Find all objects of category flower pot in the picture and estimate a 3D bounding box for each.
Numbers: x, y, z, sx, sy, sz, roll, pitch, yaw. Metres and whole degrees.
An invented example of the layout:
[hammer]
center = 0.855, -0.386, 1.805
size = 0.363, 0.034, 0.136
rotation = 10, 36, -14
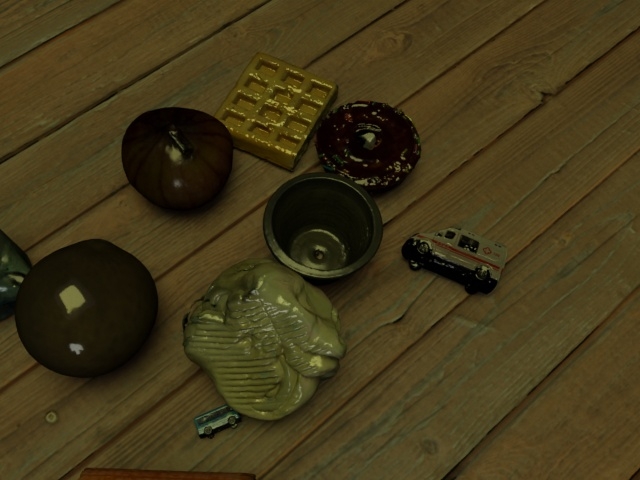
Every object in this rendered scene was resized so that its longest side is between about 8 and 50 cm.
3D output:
[flower pot]
center = 0.000, 0.000, 1.392
size = 0.235, 0.148, 0.235
rotation = 2, 62, -4

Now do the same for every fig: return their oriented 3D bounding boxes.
[fig]
center = -0.297, -0.182, 1.446
size = 0.235, 0.214, 0.235
rotation = -12, 46, 12

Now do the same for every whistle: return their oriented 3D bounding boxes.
[whistle]
center = -0.747, 0.073, 1.326
size = 0.404, 0.168, 0.188
rotation = -15, 65, -4

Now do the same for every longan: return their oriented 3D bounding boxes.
[longan]
center = -0.427, 0.122, 1.268
size = 0.258, 0.258, 0.258
rotation = 1, 65, -2

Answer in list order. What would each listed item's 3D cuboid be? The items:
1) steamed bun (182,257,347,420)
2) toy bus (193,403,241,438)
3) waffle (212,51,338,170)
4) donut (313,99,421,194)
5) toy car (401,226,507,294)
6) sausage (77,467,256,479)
[steamed bun]
center = -0.092, 0.167, 1.284
size = 0.280, 0.268, 0.207
rotation = 43, 26, -3
[toy bus]
center = -0.191, 0.335, 1.288
size = 0.083, 0.038, 0.046
rotation = -21, 64, -12
[waffle]
center = -0.105, -0.302, 1.583
size = 0.221, 0.055, 0.248
rotation = 24, 67, 9
[donut]
center = 0.102, -0.201, 1.524
size = 0.235, 0.089, 0.235
rotation = 0, 65, -1
[toy car]
center = 0.276, 0.027, 1.422
size = 0.209, 0.089, 0.108
rotation = 22, 65, 6
[sausage]
center = -0.249, 0.488, 1.112
size = 0.287, 0.233, 0.233
rotation = 4, 65, -2
